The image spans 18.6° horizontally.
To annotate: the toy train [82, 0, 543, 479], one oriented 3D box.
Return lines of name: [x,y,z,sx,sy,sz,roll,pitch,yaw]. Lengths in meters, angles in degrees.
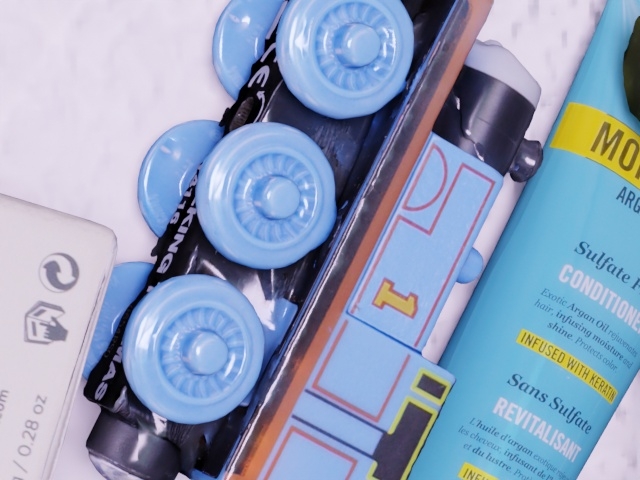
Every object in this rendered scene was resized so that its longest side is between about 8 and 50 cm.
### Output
toy train: [0.000,0.000,0.587,0.105,0.080,0.184,30,82,-23]

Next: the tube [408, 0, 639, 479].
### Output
tube: [0.081,0.019,0.625,0.080,0.052,0.207,34,79,-25]

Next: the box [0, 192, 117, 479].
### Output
box: [-0.201,0.001,0.514,0.275,0.113,0.094,18,87,-16]

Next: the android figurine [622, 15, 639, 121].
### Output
android figurine: [0.228,-0.027,0.644,0.273,0.056,0.248,-11,94,-24]
